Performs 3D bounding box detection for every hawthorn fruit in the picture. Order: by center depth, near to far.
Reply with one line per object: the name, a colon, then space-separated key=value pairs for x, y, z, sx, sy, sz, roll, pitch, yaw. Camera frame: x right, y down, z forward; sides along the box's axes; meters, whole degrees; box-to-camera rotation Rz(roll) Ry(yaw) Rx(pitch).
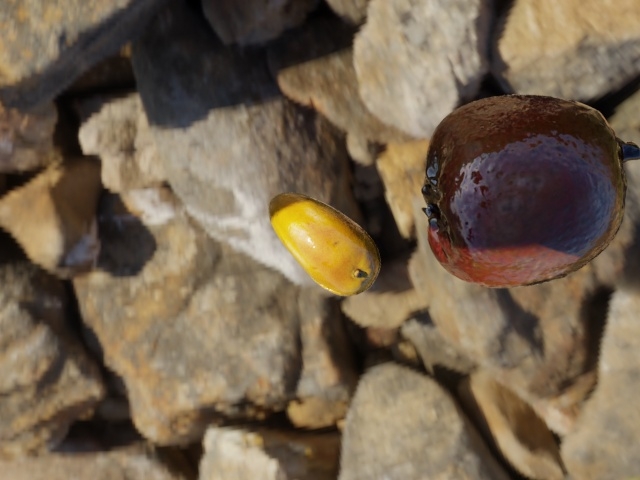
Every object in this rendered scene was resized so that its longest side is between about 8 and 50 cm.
hawthorn fruit: x=0.177 y=-0.044 z=1.270 sx=0.188 sy=0.169 sz=0.169 roll=-10 pitch=119 yaw=-4

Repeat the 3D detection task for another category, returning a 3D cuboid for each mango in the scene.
mango: x=0.000 y=0.000 z=1.005 sx=0.046 sy=0.089 sz=0.060 roll=-53 pitch=155 yaw=2
